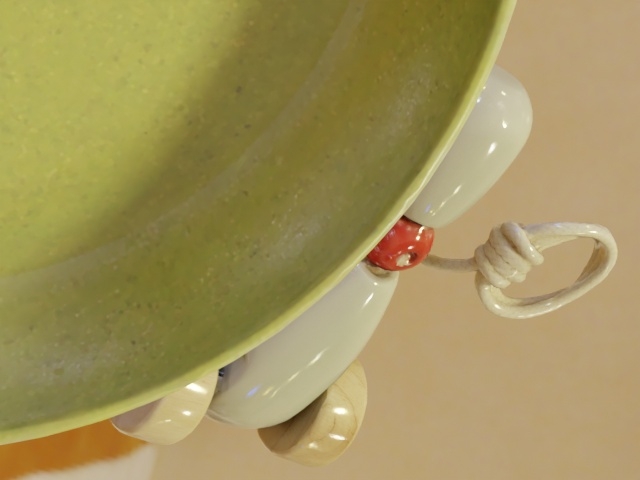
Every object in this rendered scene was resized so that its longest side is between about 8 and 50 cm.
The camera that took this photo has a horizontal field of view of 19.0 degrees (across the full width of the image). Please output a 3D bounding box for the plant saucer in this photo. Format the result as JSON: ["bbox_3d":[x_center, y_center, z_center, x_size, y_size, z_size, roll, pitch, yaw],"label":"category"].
[{"bbox_3d":[-0.081,-0.073,0.344,0.037,0.241,0.241,-104,-166,-64],"label":"plant saucer"}]

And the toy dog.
[{"bbox_3d":[0.000,0.000,1.208,0.220,0.333,0.161,42,18,-46],"label":"toy dog"}]
